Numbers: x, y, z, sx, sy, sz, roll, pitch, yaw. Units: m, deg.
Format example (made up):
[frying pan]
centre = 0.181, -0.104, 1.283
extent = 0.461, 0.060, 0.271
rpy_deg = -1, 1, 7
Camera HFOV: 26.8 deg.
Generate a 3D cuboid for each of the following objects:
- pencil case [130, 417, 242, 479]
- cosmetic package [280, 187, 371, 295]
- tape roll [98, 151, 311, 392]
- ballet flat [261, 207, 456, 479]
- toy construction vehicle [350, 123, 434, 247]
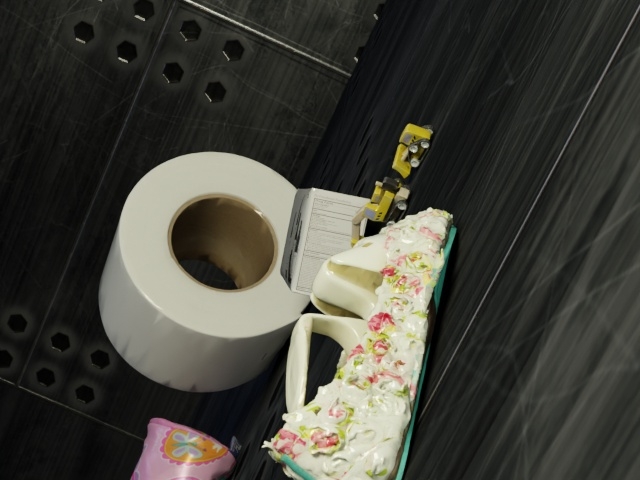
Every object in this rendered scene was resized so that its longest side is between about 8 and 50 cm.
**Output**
[pencil case]
centre = -0.191, 0.346, 1.533
extent = 0.124, 0.124, 0.284
rpy_deg = 125, 169, -67
[cosmetic package]
centre = 0.000, 0.000, 1.308
extent = 0.239, 0.060, 0.099
rpy_deg = -159, 83, -86
[tape roll]
centre = -0.133, 0.039, 1.604
extent = 0.169, 0.246, 0.246
rpy_deg = 123, 170, -57
[ballet flat]
centre = 0.026, 0.049, 0.768
extent = 0.241, 0.077, 0.091
rpy_deg = -71, 6, -52
[toy construction vehicle]
centre = 0.058, -0.046, 1.150
extent = 0.098, 0.035, 0.086
rpy_deg = 119, 174, -45
